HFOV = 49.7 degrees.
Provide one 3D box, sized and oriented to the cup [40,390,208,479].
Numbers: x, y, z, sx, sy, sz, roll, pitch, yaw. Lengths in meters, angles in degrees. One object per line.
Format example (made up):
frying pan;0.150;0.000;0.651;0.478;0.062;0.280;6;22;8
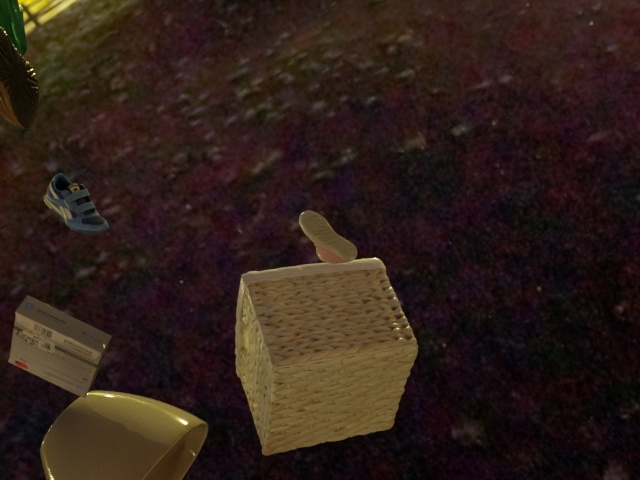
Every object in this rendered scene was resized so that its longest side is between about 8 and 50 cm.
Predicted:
cup;-0.426;0.445;1.423;0.237;0.331;0.331;34;66;13

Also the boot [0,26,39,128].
boot;-0.616;-0.292;1.115;0.270;0.236;0.089;12;61;4

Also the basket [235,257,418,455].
basket;0.004;0.248;1.494;0.332;0.328;0.266;-7;43;-18

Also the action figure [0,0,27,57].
action figure;-0.636;-0.439;1.358;0.064;0.232;0.137;22;43;35

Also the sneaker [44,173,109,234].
sneaker;-0.420;-0.061;1.191;0.144;0.059;0.053;35;30;17

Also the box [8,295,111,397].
box;-0.428;0.178;1.126;0.186;0.145;0.038;-55;10;47

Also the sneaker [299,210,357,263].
sneaker;0.000;0.000;1.297;0.070;0.134;0.051;-21;36;55
